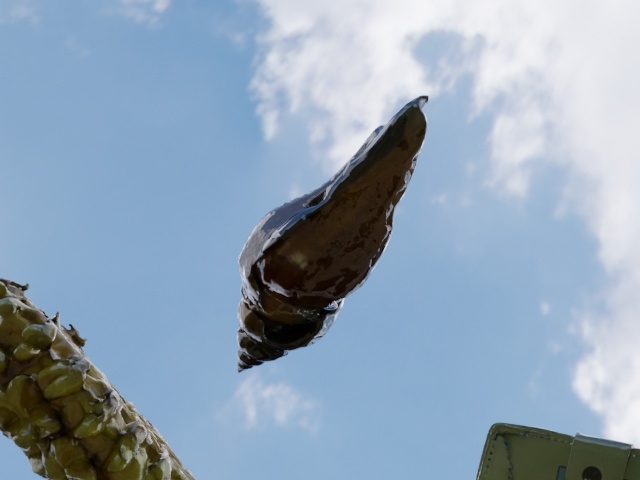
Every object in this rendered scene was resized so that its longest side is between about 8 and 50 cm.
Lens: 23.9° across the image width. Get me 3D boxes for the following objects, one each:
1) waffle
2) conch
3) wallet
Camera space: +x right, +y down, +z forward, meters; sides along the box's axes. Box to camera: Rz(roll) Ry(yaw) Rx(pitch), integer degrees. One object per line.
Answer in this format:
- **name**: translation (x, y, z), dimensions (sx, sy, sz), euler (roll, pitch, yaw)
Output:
- **waffle**: translation (-0.151, 0.112, 0.935), dimensions (0.070, 0.193, 0.197), euler (-40, -118, -6)
- **conch**: translation (-0.005, 0.002, 0.987), dimensions (0.080, 0.086, 0.233), euler (11, -41, -17)
- **wallet**: translation (0.176, 0.183, 0.990), dimensions (0.155, 0.039, 0.110), euler (9, -98, 17)
